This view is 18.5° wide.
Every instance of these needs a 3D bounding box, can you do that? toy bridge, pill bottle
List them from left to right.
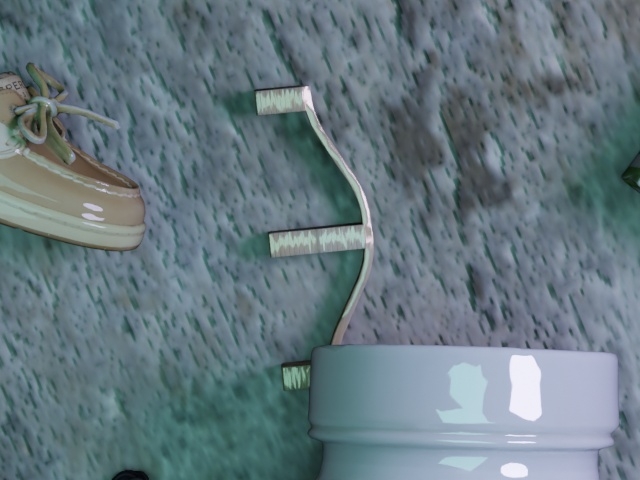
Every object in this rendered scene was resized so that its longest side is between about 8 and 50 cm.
[{"bbox_3d":[0.000,0.000,1.176,0.063,0.026,0.188,-6,94,-1],"label":"toy bridge"},{"bbox_3d":[0.074,0.263,1.082,0.229,0.229,0.408,2,85,0],"label":"pill bottle"}]

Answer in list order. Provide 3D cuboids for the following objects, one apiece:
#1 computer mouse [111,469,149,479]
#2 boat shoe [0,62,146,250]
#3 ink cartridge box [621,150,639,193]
[{"bbox_3d":[-0.203,0.178,1.183,0.193,0.042,0.106,10,98,-6],"label":"computer mouse"},{"bbox_3d":[-0.220,-0.085,1.132,0.285,0.104,0.089,28,96,-1],"label":"boat shoe"},{"bbox_3d":[0.295,-0.019,1.156,0.209,0.062,0.109,35,93,-2],"label":"ink cartridge box"}]
